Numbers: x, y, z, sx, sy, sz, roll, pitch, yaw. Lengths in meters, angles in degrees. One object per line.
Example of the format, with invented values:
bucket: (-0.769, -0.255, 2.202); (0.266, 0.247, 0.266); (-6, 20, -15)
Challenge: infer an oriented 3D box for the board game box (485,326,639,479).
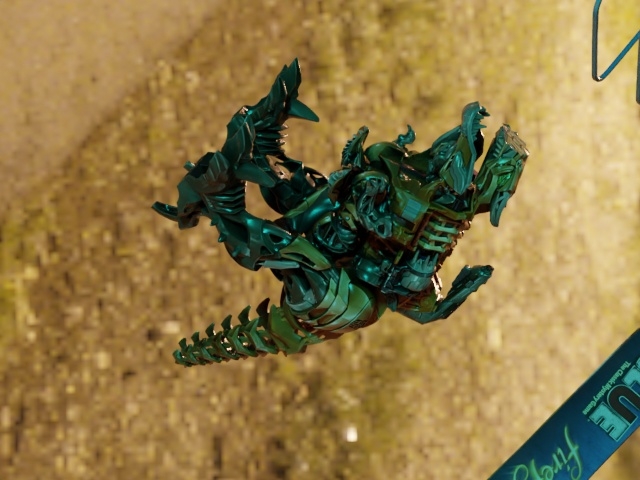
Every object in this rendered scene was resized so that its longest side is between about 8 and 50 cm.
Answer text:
board game box: (0.121, 0.167, 1.072); (0.165, 0.042, 0.243); (-39, 167, -31)

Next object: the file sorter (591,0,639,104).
file sorter: (0.287, -0.138, 1.209); (0.104, 0.170, 0.118); (-48, 154, -20)

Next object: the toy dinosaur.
toy dinosaur: (0.000, 0.000, 1.276); (0.218, 0.322, 0.164); (45, 8, -9)

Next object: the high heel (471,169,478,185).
high heel: (0.119, -0.032, 1.716); (0.244, 0.117, 0.082); (-65, 164, -77)
